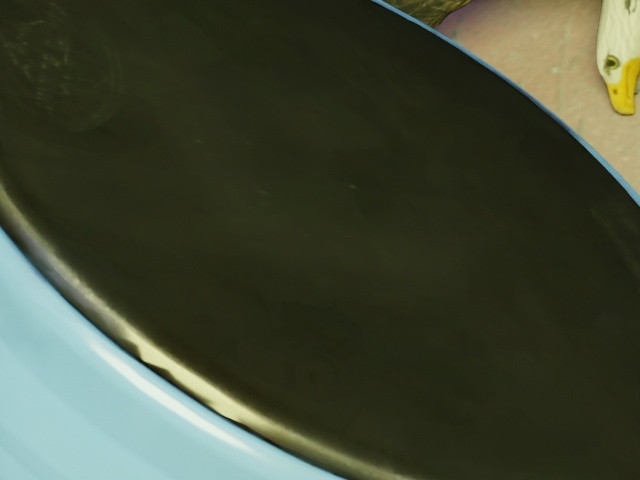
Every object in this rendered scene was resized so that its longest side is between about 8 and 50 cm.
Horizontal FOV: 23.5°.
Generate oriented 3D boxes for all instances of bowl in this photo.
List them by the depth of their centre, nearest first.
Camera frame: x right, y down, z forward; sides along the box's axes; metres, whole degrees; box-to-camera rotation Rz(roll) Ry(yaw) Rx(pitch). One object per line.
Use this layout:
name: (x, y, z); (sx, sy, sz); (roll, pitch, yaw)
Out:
bowl: (0.000, 0.000, 0.629); (0.077, 0.391, 0.391); (-58, 40, 30)

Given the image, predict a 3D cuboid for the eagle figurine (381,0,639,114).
eagle figurine: (0.140, -0.176, 0.814); (0.298, 0.226, 0.225); (11, 79, 24)
